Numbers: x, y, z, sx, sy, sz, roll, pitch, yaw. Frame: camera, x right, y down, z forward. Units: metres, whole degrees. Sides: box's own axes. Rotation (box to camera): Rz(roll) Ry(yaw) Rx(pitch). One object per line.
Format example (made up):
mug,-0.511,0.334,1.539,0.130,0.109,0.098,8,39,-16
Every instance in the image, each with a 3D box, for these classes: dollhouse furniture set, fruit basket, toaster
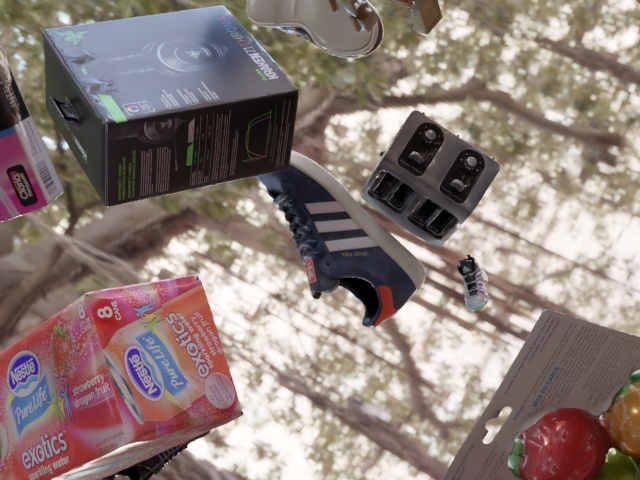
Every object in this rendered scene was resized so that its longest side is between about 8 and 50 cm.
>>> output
dollhouse furniture set,0.076,-0.353,1.631,0.161,0.101,0.182,-49,-35,-16
fruit basket,0.346,0.253,1.402,0.353,0.165,0.327,18,-67,-16
toaster,0.166,-0.095,1.749,0.110,0.168,0.186,-56,0,-25

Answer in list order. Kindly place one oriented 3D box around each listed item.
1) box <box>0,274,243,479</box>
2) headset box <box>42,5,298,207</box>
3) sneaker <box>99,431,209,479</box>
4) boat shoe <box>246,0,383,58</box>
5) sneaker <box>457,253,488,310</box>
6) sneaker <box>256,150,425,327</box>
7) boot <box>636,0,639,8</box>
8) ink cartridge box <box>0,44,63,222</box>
box,-0.236,0.160,1.146,0.142,0.300,0.154,-7,-106,-44
headset box,-0.212,-0.185,1.465,0.283,0.246,0.131,-13,-46,-25
sneaker,-0.278,0.352,1.857,0.232,0.090,0.081,-8,-22,-35
boat shoe,0.008,-0.375,1.839,0.095,0.335,0.112,-2,-70,-41
sneaker,0.226,0.058,1.679,0.069,0.038,0.098,59,-160,-25
sneaker,0.000,0.000,1.750,0.148,0.350,0.131,-51,5,-18
boot,0.516,-0.272,1.225,0.211,0.295,0.104,-56,1,-5
ink cartridge box,-0.483,-0.068,1.203,0.069,0.371,0.176,-71,-38,-71
